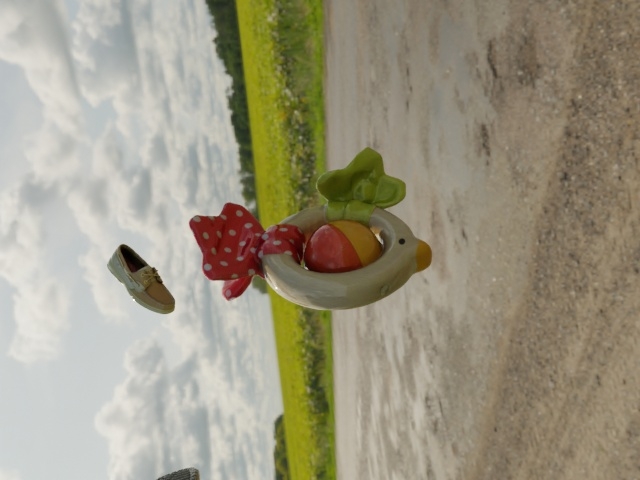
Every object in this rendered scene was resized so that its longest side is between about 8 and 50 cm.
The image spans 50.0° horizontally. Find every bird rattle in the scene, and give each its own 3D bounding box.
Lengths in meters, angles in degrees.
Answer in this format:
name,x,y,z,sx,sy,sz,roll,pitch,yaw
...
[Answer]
name,x,y,z,sx,sy,sz,roll,pitch,yaw
bird rattle,0.000,0.000,0.739,0.207,0.254,0.143,36,134,48

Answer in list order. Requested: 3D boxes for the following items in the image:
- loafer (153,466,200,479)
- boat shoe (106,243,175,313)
name,x,y,z,sx,sy,sz,roll,pitch,yaw
loafer,-0.229,0.449,1.059,0.268,0.102,0.092,-100,-6,-76
boat shoe,-0.266,0.057,1.028,0.050,0.135,0.045,-25,-32,-58
